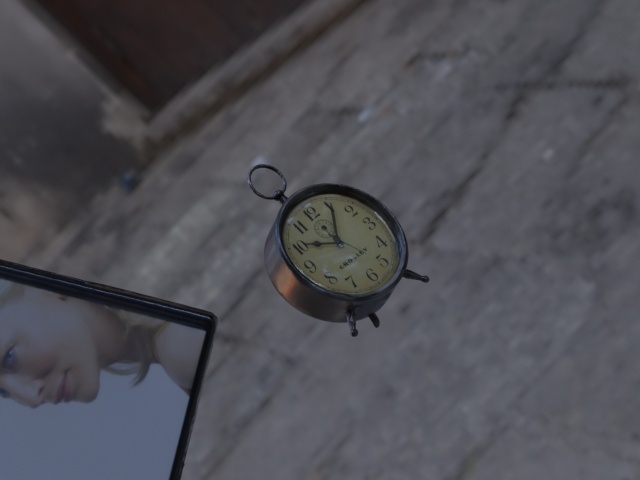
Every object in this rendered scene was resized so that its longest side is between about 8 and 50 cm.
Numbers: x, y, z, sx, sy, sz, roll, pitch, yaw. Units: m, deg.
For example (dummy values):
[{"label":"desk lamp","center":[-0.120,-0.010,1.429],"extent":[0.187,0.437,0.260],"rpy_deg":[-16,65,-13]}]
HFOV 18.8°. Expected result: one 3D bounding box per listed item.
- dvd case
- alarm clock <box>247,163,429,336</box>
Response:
[{"label":"dvd case","center":[-0.194,0.093,0.972],"extent":[0.022,0.253,0.180],"rpy_deg":[-54,-22,-87]},{"label":"alarm clock","center":[0.000,0.000,1.810],"extent":[0.129,0.192,0.064],"rpy_deg":[-34,-13,-34]}]
